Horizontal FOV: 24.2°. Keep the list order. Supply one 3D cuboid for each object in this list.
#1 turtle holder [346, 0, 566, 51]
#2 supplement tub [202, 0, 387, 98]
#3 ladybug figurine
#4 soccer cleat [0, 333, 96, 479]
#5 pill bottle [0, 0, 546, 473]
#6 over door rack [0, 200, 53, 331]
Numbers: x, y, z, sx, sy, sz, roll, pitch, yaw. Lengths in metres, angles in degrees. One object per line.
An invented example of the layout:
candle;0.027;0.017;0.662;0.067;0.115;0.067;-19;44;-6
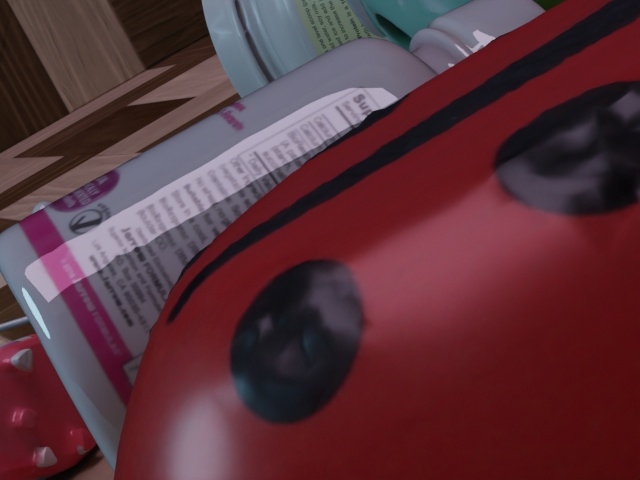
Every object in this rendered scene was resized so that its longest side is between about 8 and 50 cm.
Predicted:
turtle holder;0.142;-0.192;0.902;0.227;0.243;0.320;-2;7;19
supplement tub;0.091;-0.221;1.190;0.325;0.235;0.235;-19;17;30
ladybug figurine;0.107;0.011;0.497;0.449;0.162;0.305;-33;16;-20
soccer cleat;-0.202;0.130;0.824;0.095;0.083;0.248;-24;17;33
pill bottle;0.000;0.000;0.734;0.283;0.160;0.160;-30;14;-10
over door rack;-0.213;0.059;1.025;0.324;0.108;0.239;-28;13;-1
